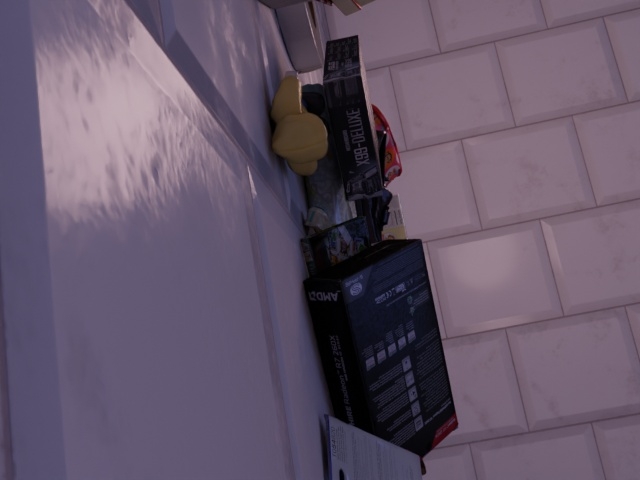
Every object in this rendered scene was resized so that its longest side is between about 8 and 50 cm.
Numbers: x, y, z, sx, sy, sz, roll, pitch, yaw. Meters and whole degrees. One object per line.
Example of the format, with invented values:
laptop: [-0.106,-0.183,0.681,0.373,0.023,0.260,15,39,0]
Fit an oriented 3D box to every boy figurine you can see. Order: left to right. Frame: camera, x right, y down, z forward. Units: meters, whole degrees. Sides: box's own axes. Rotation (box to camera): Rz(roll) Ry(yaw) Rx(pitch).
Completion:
boy figurine: [-0.033,-0.193,1.236,0.285,0.092,0.177,-90,170,-76]

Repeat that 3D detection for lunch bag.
lunch bag: [0.099,-0.295,2.164,0.258,0.120,0.293,36,-19,38]

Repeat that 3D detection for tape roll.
tape roll: [-0.066,-0.601,1.772,0.392,0.072,0.392,-12,90,-84]

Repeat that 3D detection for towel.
towel: [0.025,-0.132,1.651,0.374,0.090,0.321,54,24,-74]

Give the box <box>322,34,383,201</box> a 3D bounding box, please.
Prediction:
box: [0.066,-0.254,1.494,0.307,0.076,0.242,-87,165,-61]

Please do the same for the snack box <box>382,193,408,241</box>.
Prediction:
snack box: [0.150,0.034,2.009,0.060,0.187,0.322,69,11,-56]

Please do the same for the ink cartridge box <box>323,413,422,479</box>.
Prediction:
ink cartridge box: [0.074,0.392,1.088,0.224,0.045,0.223,34,37,-33]

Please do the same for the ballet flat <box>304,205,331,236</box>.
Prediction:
ballet flat: [0.000,0.000,1.414,0.052,0.057,0.168,-66,151,-28]

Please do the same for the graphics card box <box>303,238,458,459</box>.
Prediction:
graphics card box: [0.113,0.203,1.282,0.232,0.094,0.371,-25,108,-43]

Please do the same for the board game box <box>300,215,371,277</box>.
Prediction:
board game box: [0.051,0.099,1.324,0.030,0.136,0.260,3,-71,51]

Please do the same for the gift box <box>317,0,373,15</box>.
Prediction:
gift box: [0.067,-0.731,1.769,0.276,0.258,0.255,28,49,-56]

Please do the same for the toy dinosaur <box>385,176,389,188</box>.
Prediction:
toy dinosaur: [0.079,-0.212,1.960,0.218,0.164,0.322,65,15,-47]

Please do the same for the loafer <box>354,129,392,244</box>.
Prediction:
loafer: [0.121,-0.123,1.681,0.109,0.095,0.303,64,17,-66]

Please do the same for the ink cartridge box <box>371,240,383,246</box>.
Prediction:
ink cartridge box: [0.080,0.076,1.477,0.203,0.148,0.086,-73,150,-76]

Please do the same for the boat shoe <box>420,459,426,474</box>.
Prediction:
boat shoe: [0.235,0.569,2.104,0.123,0.116,0.324,-95,171,-49]
